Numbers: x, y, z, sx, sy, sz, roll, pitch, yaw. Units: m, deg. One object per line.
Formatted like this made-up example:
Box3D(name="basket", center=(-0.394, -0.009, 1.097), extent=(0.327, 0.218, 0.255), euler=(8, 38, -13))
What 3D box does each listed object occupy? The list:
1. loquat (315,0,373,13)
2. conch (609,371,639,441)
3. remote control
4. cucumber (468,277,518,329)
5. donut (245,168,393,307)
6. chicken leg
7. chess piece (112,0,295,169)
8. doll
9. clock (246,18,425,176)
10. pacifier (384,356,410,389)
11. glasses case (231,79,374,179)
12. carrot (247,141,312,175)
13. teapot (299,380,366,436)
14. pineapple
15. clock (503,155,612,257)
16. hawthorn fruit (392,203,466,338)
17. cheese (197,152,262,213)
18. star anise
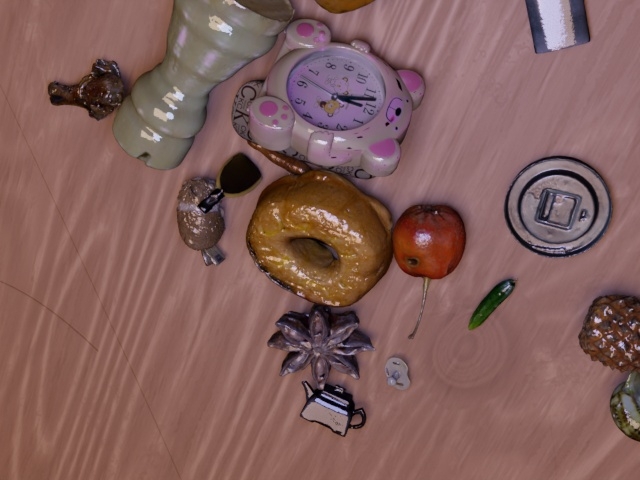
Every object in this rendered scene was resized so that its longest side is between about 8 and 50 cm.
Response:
Box3D(name="loquat", center=(0.052, -0.538, 1.721), extent=(0.234, 0.176, 0.187), euler=(-28, 84, 20))
Box3D(name="conch", center=(0.697, 0.333, 1.899), extent=(0.181, 0.124, 0.187), euler=(-8, 88, 27))
Box3D(name="remote control", center=(0.419, -0.546, 1.678), extent=(0.107, 0.044, 0.377), euler=(-11, 107, 15))
Box3D(name="cucumber", center=(0.374, 0.133, 1.956), extent=(0.039, 0.039, 0.168), euler=(36, 118, 0))
Box3D(name="donut", center=(0.000, 0.000, 1.940), extent=(0.317, 0.150, 0.299), euler=(-5, 119, 22))
Box3D(name="chicken leg", center=(-0.518, -0.329, 2.018), extent=(0.196, 0.080, 0.125), euler=(-18, 94, 29))
Box3D(name="chess piece", center=(-0.264, -0.357, 1.856), extent=(0.234, 0.234, 0.442), euler=(38, 119, -1))
Box3D(name="doll", center=(-0.272, -0.041, 2.040), extent=(0.105, 0.115, 0.221), euler=(11, 122, 17))
Box3D(name="clock", center=(0.036, -0.275, 1.784), extent=(0.309, 0.284, 0.114), euler=(20, 154, 4))
Box3D(name="pacifier", center=(0.169, 0.312, 2.069), extent=(0.068, 0.064, 0.083), euler=(3, 112, 33))
Box3D(name="glasses case", center=(-0.018, -0.235, 1.899), extent=(0.355, 0.085, 0.137), euler=(19, 111, 8))
Box3D(name="carrot", center=(-0.090, -0.181, 1.970), extent=(0.165, 0.035, 0.035), euler=(28, 115, 7))
Box3D(name="teapot", center=(0.029, 0.387, 2.129), extent=(0.177, 0.087, 0.096), euler=(25, 105, 5))
Box3D(name="pineapple", center=(0.634, 0.193, 1.837), extent=(0.193, 0.166, 0.166), euler=(23, 115, 11))
Box3D(name="clock", center=(0.487, -0.069, 1.844), extent=(0.215, 0.042, 0.215), euler=(5, 111, 14))
Box3D(name="hawthorn fruit", center=(0.229, 0.065, 1.895), extent=(0.165, 0.165, 0.285), euler=(1, 100, 15))
Box3D(name="cheese", center=(-0.205, -0.117, 1.970), extent=(0.086, 0.162, 0.036), euler=(49, 156, -9))
Box3D(name="star anise", center=(-0.001, 0.225, 2.062), extent=(0.236, 0.109, 0.223), euler=(20, 128, -10))
